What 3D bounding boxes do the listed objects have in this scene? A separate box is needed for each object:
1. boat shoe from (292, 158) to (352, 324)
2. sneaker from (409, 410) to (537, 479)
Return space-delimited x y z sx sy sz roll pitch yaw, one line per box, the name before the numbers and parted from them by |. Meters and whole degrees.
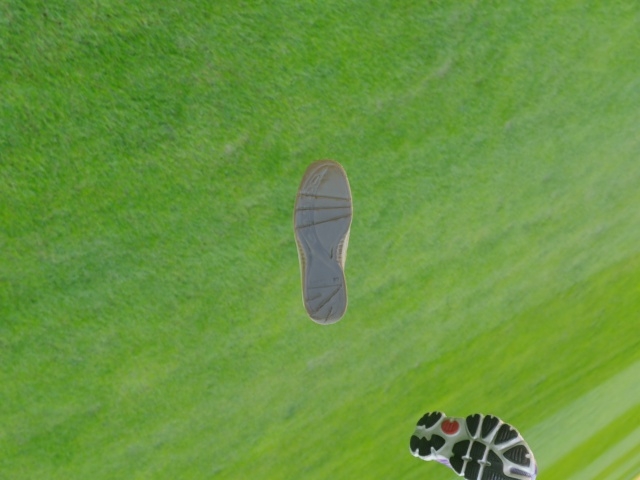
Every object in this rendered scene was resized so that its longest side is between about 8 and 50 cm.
boat shoe | 0.002 0.001 0.605 0.056 0.152 0.048 -4 -176 -6
sneaker | 0.166 0.218 0.666 0.071 0.170 0.068 29 76 -20
